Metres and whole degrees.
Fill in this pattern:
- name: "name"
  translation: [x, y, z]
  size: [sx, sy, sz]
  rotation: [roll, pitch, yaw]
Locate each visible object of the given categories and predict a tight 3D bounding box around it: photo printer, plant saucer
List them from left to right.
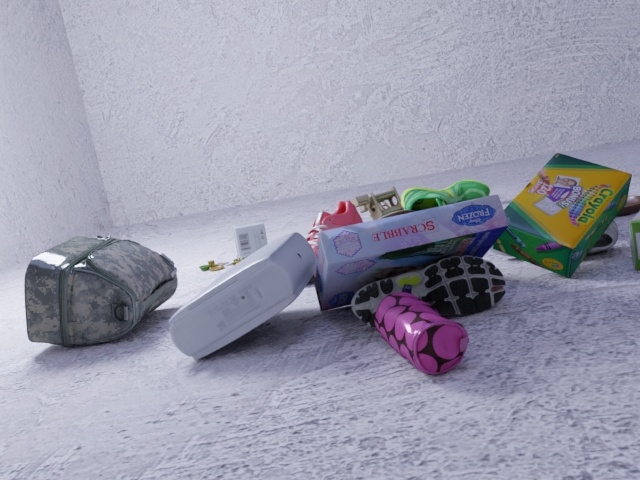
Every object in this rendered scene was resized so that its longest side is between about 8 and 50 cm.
- name: "photo printer"
  translation: [-0.136, 0.095, 1.342]
  size: [0.256, 0.107, 0.307]
  rotation: [-32, 5, 13]
- name: "plant saucer"
  translation: [0.779, -0.089, 1.817]
  size: [0.169, 0.029, 0.168]
  rotation: [-11, 10, 2]

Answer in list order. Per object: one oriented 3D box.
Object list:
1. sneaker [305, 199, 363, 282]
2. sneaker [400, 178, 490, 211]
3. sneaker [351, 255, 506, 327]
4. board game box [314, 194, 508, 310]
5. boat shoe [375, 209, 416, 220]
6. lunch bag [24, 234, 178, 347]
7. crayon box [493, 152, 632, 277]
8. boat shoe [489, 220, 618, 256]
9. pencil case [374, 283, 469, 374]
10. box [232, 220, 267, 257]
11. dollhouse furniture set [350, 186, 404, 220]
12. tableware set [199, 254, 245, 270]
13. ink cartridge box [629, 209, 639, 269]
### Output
- name: "sneaker"
  translation: [0.000, 0.000, 1.754]
  size: [0.116, 0.136, 0.314]
  rotation: [-2, 26, 43]
- name: "sneaker"
  translation: [0.420, -0.125, 2.284]
  size: [0.296, 0.109, 0.123]
  rotation: [-8, 33, 7]
- name: "sneaker"
  translation: [0.193, 0.087, 1.248]
  size: [0.279, 0.107, 0.118]
  rotation: [-8, 1, 1]
- name: "board game box"
  translation: [0.152, 0.034, 1.284]
  size: [0.318, 0.065, 0.318]
  rotation: [-12, -19, -6]
- name: "boat shoe"
  translation: [0.237, -0.018, 1.784]
  size: [0.341, 0.121, 0.110]
  rotation: [-6, 0, -40]
- name: "lunch bag"
  translation: [-0.492, 0.113, 1.579]
  size: [0.256, 0.212, 0.305]
  rotation: [7, 12, 5]
- name: "crayon box"
  translation: [0.494, -0.059, 1.394]
  size: [0.165, 0.081, 0.278]
  rotation: [24, 51, 33]
- name: "boat shoe"
  translation: [0.489, -0.009, 1.468]
  size: [0.277, 0.098, 0.096]
  rotation: [-5, 10, 23]
- name: "pencil case"
  translation: [0.154, 0.135, 1.047]
  size: [0.098, 0.095, 0.209]
  rotation: [4, 9, -11]
- name: "box"
  translation: [-0.228, -0.006, 2.232]
  size: [0.102, 0.101, 0.087]
  rotation: [-11, 9, -11]
- name: "dollhouse furniture set"
  translation: [0.178, -0.097, 2.452]
  size: [0.182, 0.101, 0.161]
  rotation: [-18, -13, -32]
- name: "tableware set"
  translation: [-0.294, 0.070, 2.102]
  size: [0.154, 0.024, 0.104]
  rotation: [-4, 12, 34]
- name: "ink cartridge box"
  translation: [0.718, -0.025, 1.314]
  size: [0.189, 0.096, 0.255]
  rotation: [-4, 13, 35]
